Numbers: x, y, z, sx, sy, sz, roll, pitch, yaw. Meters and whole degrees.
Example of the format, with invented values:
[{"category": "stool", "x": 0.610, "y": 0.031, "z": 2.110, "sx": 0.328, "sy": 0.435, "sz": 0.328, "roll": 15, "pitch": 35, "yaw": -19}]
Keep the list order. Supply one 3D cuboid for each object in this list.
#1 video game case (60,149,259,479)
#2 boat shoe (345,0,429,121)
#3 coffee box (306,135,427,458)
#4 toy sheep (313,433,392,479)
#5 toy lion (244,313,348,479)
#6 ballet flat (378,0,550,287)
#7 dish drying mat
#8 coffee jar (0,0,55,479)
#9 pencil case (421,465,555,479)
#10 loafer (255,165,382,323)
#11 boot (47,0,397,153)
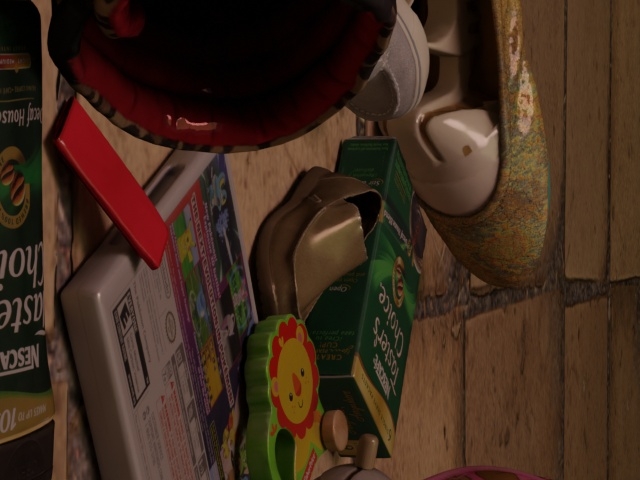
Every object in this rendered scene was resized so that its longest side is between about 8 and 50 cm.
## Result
[{"category": "video game case", "x": -0.070, "y": 0.071, "z": 0.960, "sx": 0.183, "sy": 0.023, "sz": 0.201, "roll": -59, "pitch": 144, "yaw": -58}, {"category": "boat shoe", "x": -0.002, "y": -0.128, "z": 1.104, "sx": 0.227, "sy": 0.079, "sz": 0.081, "roll": 59, "pitch": 44, "yaw": -51}, {"category": "coffee box", "x": 0.031, "y": 0.038, "z": 1.250, "sx": 0.113, "sy": 0.040, "sz": 0.184, "roll": 68, "pitch": 28, "yaw": -52}, {"category": "toy sheep", "x": 0.015, "y": 0.178, "z": 1.132, "sx": 0.091, "sy": 0.091, "sz": 0.132, "roll": -25, "pitch": 133, "yaw": -71}, {"category": "toy lion", "x": -0.020, "y": 0.094, "z": 1.033, "sx": 0.100, "sy": 0.034, "sz": 0.096, "roll": -69, "pitch": 146, "yaw": -48}, {"category": "ballet flat", "x": 0.089, "y": -0.126, "z": 1.348, "sx": 0.123, "sy": 0.123, "sz": 0.348, "roll": -43, "pitch": 132, "yaw": -67}, {"category": "dish drying mat", "x": -0.094, "y": -0.025, "z": 0.864, "sx": 0.083, "sy": 0.008, "sz": 0.032, "roll": 55, "pitch": 31, "yaw": -33}, {"category": "coffee jar", "x": -0.136, "y": 0.008, "z": 0.647, "sx": 0.096, "sy": 0.079, "sz": 0.184, "roll": -20, "pitch": 109, "yaw": -72}, {"category": "pencil case", "x": 0.126, "y": 0.347, "z": 1.362, "sx": 0.167, "sy": 0.160, "sz": 0.386, "roll": -42, "pitch": 132, "yaw": -53}, {"category": "loafer", "x": 0.000, "y": 0.000, "z": 1.134, "sx": 0.148, "sy": 0.050, "sz": 0.056, "roll": -66, "pitch": 151, "yaw": -52}, {"category": "boot", "x": -0.058, "y": -0.211, "z": 0.644, "sx": 0.377, "sy": 0.138, "sz": 0.284, "roll": 89, "pitch": -9, "yaw": -73}]
